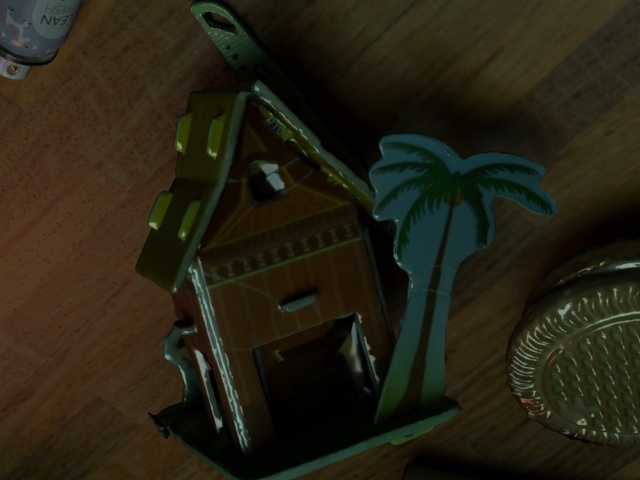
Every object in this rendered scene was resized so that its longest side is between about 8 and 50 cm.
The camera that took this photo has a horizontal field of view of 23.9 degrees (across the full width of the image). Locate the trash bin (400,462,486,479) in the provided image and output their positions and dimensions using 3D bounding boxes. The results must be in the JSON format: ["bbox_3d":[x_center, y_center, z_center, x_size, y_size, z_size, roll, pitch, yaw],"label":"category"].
[{"bbox_3d":[0.180,0.368,1.553,0.247,0.121,0.243,12,91,7],"label":"trash bin"}]

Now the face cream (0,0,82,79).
[{"bbox_3d":[-0.227,-0.231,1.270,0.075,0.075,0.229,26,128,-7],"label":"face cream"}]

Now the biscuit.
[{"bbox_3d":[0.294,0.096,1.366,0.259,0.079,0.259,2,139,2],"label":"biscuit"}]

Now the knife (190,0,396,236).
[{"bbox_3d":[-0.017,-0.104,1.351,0.043,0.020,0.293,-26,116,30],"label":"knife"}]

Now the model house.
[{"bbox_3d":[0.000,0.000,1.346,0.340,0.300,0.324,-19,102,-18],"label":"model house"}]
